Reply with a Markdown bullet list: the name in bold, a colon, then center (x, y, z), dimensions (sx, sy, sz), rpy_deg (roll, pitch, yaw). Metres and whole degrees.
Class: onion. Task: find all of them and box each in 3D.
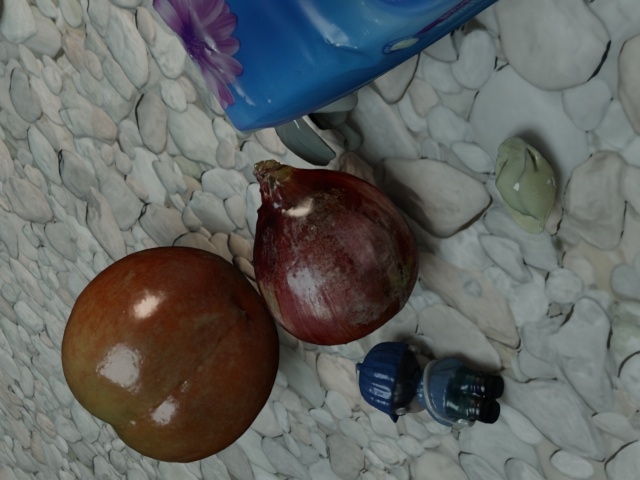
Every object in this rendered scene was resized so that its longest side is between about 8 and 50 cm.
- **onion**: center (0.000, 0.000, 0.847), dimensions (0.159, 0.159, 0.195), rpy_deg (1, 132, 46)

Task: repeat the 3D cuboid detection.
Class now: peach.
- **peach**: center (-0.169, 0.126, 1.079), dimensions (0.252, 0.252, 0.253), rpy_deg (27, 136, 29)

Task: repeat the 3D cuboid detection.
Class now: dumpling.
- **dumpling**: center (0.161, -0.047, 0.748), dimensions (0.077, 0.043, 0.059), rpy_deg (51, 163, -25)

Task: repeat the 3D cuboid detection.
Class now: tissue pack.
- **tissue pack**: center (0.042, -0.197, 0.616), dimensions (0.263, 0.198, 0.146), rpy_deg (-26, 98, 52)

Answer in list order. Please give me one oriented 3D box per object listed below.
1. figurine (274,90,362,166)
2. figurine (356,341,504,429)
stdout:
- **figurine**: center (-0.005, -0.119, 0.845), dimensions (0.094, 0.082, 0.086), rpy_deg (41, 160, 30)
- **figurine**: center (0.107, 0.152, 0.938), dimensions (0.149, 0.087, 0.086), rpy_deg (7, 87, 42)
